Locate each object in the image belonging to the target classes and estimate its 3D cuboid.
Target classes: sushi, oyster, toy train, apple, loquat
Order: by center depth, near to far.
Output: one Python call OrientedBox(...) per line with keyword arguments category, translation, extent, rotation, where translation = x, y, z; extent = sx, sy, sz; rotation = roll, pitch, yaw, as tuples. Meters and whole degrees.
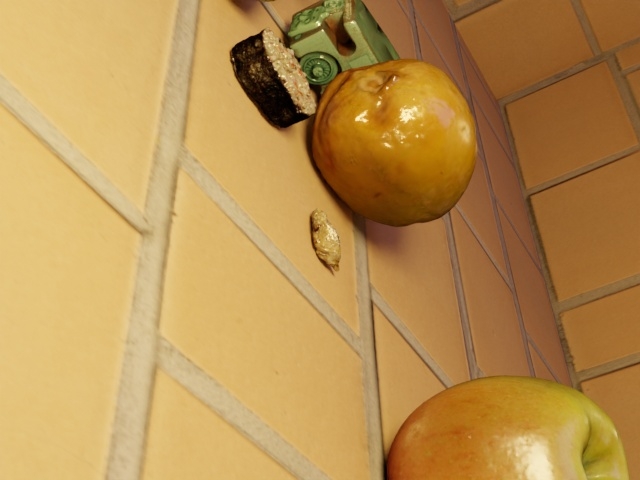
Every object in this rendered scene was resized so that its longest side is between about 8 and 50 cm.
OrientedBox(category="apple", translation=(0.271, 0.351, 1.251), extent=(0.338, 0.305, 0.338), rotation=(52, 27, -39))
OrientedBox(category="sushi", translation=(-0.066, -0.239, 1.353), extent=(0.150, 0.078, 0.090), rotation=(57, 23, -29))
OrientedBox(category="oyster", translation=(0.000, 0.000, 1.360), extent=(0.083, 0.038, 0.081), rotation=(49, -25, 46))
OrientedBox(category="loquat", translation=(0.122, -0.155, 1.492), extent=(0.276, 0.276, 0.284), rotation=(-81, 164, -55))
OrientedBox(category="toy train", translation=(0.068, -0.289, 1.630), extent=(0.326, 0.159, 0.129), rotation=(54, 26, -35))
